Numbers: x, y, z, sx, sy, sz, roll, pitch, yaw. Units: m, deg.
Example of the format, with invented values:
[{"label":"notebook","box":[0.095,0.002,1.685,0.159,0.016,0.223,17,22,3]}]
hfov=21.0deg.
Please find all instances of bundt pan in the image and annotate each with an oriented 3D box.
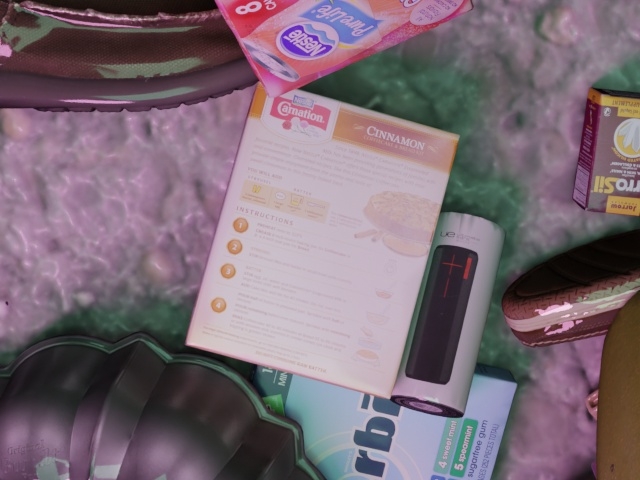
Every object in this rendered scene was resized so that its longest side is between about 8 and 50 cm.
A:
[{"label":"bundt pan","box":[-0.152,0.236,1.183,0.331,0.124,0.330,2,104,8]}]

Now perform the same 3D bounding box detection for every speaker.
[{"label":"speaker","box":[0.088,0.050,1.194,0.055,0.055,0.136,17,76,-6]}]

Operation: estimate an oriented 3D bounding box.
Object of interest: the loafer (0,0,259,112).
[{"label":"loafer","box":[-0.184,-0.152,1.125,0.366,0.134,0.130,-3,102,-2]}]

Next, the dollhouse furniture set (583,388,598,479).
[{"label":"dollhouse furniture set","box":[0.203,0.177,1.273,0.114,0.091,0.081,-39,144,27]}]

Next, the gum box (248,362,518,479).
[{"label":"gum box","box":[0.031,0.150,1.243,0.184,0.041,0.157,13,100,-6]}]

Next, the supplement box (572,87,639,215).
[{"label":"supplement box","box":[0.211,-0.062,1.207,0.055,0.043,0.083,5,102,-5]}]

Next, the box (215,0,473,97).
[{"label":"box","box":[-0.035,-0.261,1.036,0.142,0.154,0.300,-24,70,2]}]

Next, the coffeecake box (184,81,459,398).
[{"label":"coffeecake box","box":[0.000,0.000,1.176,0.142,0.068,0.185,16,85,-5]}]

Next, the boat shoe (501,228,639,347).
[{"label":"boat shoe","box":[0.259,0.040,1.206,0.257,0.095,0.095,-17,108,1]}]

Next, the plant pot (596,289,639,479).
[{"label":"plant pot","box":[0.281,0.157,1.070,0.275,0.293,0.274,-6,130,-8]}]
